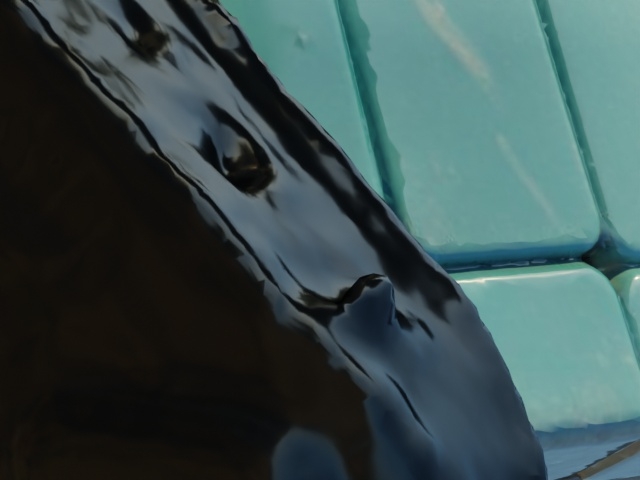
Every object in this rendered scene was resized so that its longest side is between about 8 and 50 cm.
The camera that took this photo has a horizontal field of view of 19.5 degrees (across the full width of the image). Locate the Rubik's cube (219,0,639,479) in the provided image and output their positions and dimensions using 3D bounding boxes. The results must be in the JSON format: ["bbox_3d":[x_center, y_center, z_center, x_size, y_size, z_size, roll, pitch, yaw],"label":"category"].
[{"bbox_3d":[0.000,0.000,0.922,0.319,0.316,0.321,-41,-123,57],"label":"Rubik's cube"}]

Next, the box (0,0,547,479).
[{"bbox_3d":[-0.135,0.030,0.416,0.289,0.290,0.073,-44,171,24],"label":"box"}]
